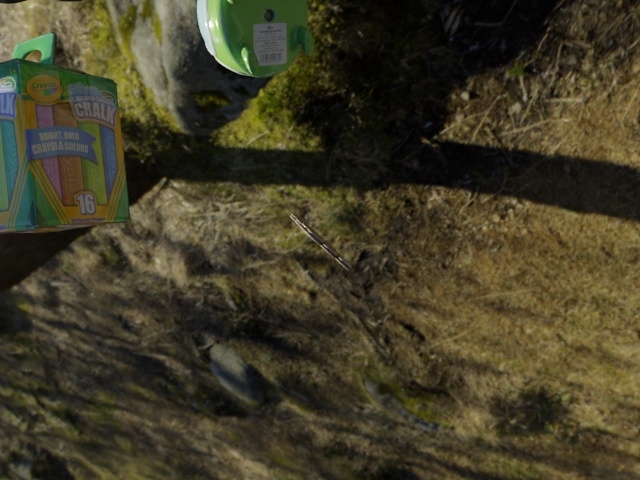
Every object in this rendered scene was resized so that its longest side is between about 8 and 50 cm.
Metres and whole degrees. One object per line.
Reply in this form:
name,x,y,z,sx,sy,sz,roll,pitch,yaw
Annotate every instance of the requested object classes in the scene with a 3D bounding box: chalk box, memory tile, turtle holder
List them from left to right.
chalk box,-0.310,-0.117,0.631,0.132,0.132,0.213,-6,92,26
turtle holder,-0.171,-0.521,1.263,0.227,0.243,0.320,27,155,45
memory tile,0.000,0.000,1.059,0.113,0.012,0.148,42,-179,-24

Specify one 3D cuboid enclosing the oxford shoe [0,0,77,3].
oxford shoe,-0.375,-0.323,0.670,0.096,0.227,0.083,23,109,15
